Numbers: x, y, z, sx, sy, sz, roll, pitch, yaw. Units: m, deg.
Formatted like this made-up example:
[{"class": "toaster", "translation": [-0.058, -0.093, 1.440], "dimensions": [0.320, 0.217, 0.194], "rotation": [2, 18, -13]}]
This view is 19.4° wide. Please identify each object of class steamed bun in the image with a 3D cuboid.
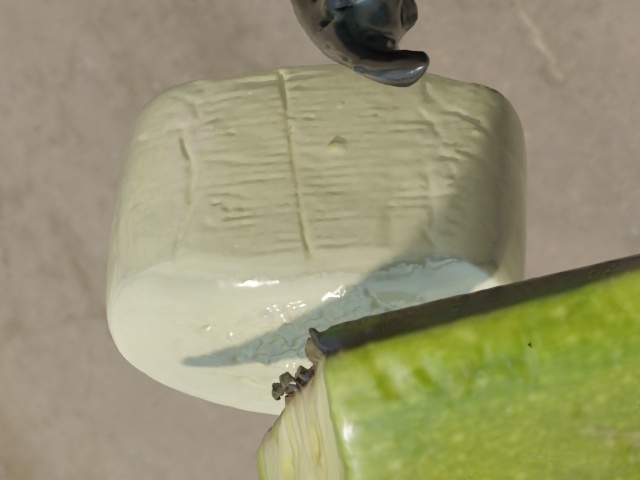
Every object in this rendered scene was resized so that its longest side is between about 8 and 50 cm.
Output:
[{"class": "steamed bun", "translation": [0.000, 0.000, 1.133], "dimensions": [0.250, 0.200, 0.154], "rotation": [1, 138, 0]}]

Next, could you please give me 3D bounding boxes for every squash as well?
[{"class": "squash", "translation": [0.114, 0.063, 0.669], "dimensions": [0.169, 0.252, 0.093], "rotation": [119, 136, -70]}]

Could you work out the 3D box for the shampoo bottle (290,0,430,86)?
[{"class": "shampoo bottle", "translation": [0.039, -0.170, 0.325], "dimensions": [0.101, 0.101, 0.283], "rotation": [23, 105, 36]}]
